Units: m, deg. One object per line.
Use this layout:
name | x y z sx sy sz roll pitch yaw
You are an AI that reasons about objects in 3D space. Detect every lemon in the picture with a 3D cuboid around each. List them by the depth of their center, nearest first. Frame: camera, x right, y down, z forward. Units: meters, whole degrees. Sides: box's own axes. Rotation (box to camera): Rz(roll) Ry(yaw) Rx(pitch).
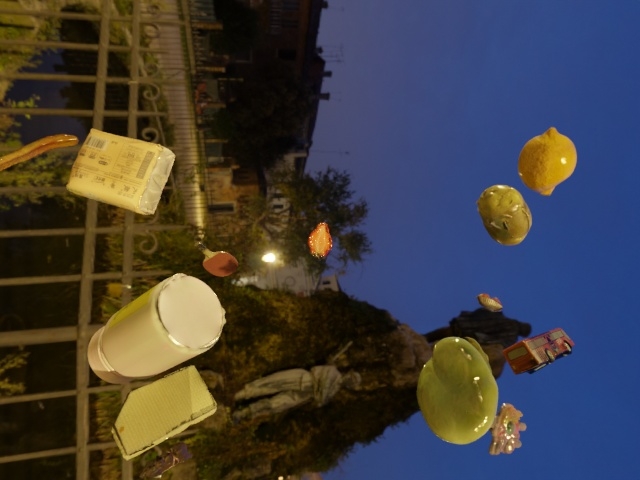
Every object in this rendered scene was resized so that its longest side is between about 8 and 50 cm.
lemon | 0.786 -0.271 1.464 0.187 0.187 0.244 -115 -167 -58

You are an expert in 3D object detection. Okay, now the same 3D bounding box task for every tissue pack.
tissue pack | -0.510 -0.177 1.083 0.090 0.222 0.186 63 42 -78

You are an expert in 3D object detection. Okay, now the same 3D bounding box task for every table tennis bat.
table tennis bat | -0.466 0.082 1.858 0.246 0.138 0.022 52 13 -45

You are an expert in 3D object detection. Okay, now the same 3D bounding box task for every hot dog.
hot dog | 0.666 0.245 1.659 0.059 0.108 0.191 -64 160 2

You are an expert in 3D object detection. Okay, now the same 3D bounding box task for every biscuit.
biscuit | -0.408 0.435 1.083 0.150 0.252 0.052 47 -53 23

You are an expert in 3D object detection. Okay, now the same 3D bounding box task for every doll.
doll | -0.428 0.608 1.159 0.057 0.139 0.165 57 -28 18

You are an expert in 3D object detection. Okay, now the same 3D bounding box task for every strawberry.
strawberry | 0.000 0.000 1.731 0.048 0.104 0.152 -96 -161 -82

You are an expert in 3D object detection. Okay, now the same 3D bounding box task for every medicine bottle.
medicine bottle | -0.458 0.256 1.155 0.379 0.214 0.213 -30 -125 30

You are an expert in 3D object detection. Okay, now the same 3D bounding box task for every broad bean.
broad bean | 0.301 0.320 0.916 0.228 0.169 0.100 -63 155 -19

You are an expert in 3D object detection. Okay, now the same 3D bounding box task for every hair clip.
hair clip | 0.443 0.479 1.093 0.137 0.278 0.090 -66 -165 -17

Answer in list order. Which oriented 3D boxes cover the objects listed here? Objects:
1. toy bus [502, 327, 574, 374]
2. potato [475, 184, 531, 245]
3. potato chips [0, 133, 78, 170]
toy bus | 0.702 0.348 1.328 0.093 0.409 0.092 -44 -121 31
potato | 0.669 -0.088 1.523 0.169 0.143 0.248 -4 -52 41
potato chips | -0.540 -0.148 0.755 0.037 0.204 0.026 37 -41 12
